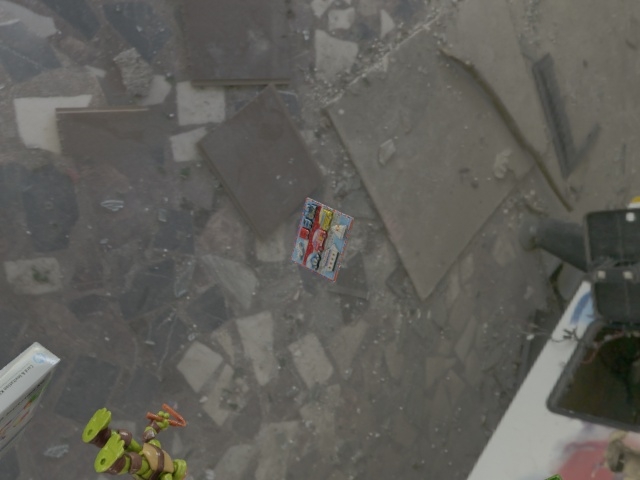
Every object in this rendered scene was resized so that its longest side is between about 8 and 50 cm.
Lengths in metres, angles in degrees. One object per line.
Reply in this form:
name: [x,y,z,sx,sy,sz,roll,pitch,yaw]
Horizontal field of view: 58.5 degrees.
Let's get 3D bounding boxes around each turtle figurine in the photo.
turtle figurine: [-0.296,0.361,0.963,0.087,0.269,0.217,-38,133,4]

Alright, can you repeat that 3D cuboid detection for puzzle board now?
puzzle board: [0.000,0.000,1.005,0.011,0.097,0.128,-26,137,-56]

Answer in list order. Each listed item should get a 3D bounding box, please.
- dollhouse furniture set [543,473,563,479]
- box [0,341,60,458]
dollhouse furniture set: [0.622,0.799,1.452,0.152,0.301,0.197,-21,128,-1]
box: [-0.367,0.211,0.615,0.038,0.186,0.145,37,33,-1]
